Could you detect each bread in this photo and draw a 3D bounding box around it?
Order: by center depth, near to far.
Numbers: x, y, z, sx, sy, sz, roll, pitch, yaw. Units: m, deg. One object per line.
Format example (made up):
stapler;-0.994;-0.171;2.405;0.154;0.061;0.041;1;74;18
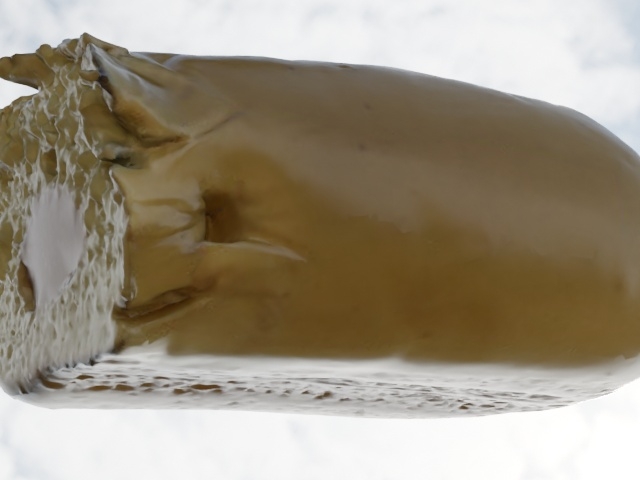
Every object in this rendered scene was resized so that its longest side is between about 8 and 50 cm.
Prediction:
bread;0.000;-0.002;0.509;0.173;0.085;0.134;5;-14;-25
